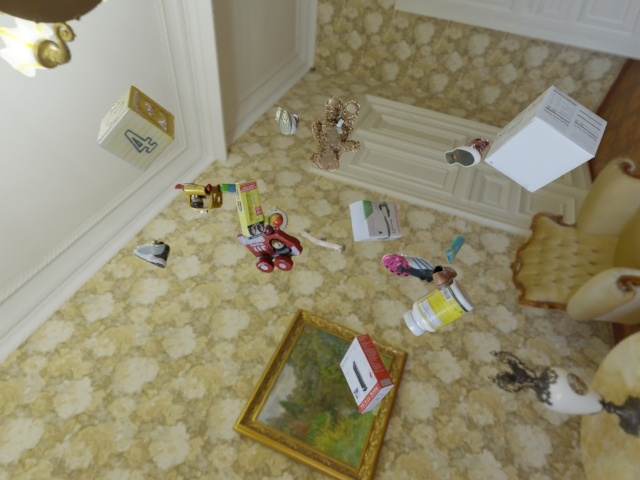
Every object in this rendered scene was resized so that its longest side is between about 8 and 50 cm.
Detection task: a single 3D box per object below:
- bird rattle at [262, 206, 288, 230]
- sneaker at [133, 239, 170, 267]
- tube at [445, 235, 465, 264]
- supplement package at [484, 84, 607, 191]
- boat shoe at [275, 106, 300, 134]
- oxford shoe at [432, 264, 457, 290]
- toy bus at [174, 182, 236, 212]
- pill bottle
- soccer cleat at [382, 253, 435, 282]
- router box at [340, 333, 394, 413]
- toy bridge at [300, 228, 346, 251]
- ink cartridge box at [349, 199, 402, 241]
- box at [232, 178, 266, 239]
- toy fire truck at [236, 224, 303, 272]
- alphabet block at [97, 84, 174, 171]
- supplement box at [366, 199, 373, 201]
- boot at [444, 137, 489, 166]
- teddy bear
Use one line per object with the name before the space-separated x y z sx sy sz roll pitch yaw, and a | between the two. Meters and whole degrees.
bird rattle | -0.309 -0.112 2.706 0.207 0.253 0.143 -45 -23 0
sneaker | -0.736 0.049 1.792 0.100 0.271 0.108 35 -107 -42
tube | 0.746 0.047 2.261 0.207 0.052 0.080 -43 -71 -39
supplement package | 0.701 -0.308 1.284 0.145 0.204 0.262 -57 1 -20
boat shoe | -0.164 -0.654 2.213 0.302 0.103 0.113 -113 38 -51
oxford shoe | 0.459 0.120 1.513 0.076 0.076 0.212 -31 -4 21
toy bus | -0.418 -0.149 1.438 0.202 0.190 0.105 -6 -81 -38
pill bottle | 0.616 0.362 2.144 0.333 0.188 0.188 -37 -1 21
soccer cleat | 0.503 0.136 2.301 0.143 0.330 0.116 -78 10 -54
router box | 0.241 0.725 2.201 0.082 0.301 0.336 -9 -39 -24
toy bridge | 0.000 0.000 1.511 0.063 0.188 0.026 -10 -62 -59
ink cartridge box | 0.237 -0.083 1.722 0.219 0.092 0.161 -3 -99 -40
box | -0.284 -0.126 1.630 0.087 0.058 0.233 -21 -65 -34
toy fire truck | -0.257 0.024 2.088 0.254 0.301 0.170 51 -136 -37
alphabet block | -0.687 -0.418 1.522 0.197 0.193 0.193 -39 -45 18
supplement box | 0.196 -0.140 1.795 0.083 0.043 0.055 -25 -72 -31
boot | 0.648 -0.380 1.688 0.244 0.176 0.089 -119 5 -76
teddy bear | 0.068 -0.485 1.861 0.113 0.244 0.339 -48 -41 -79
